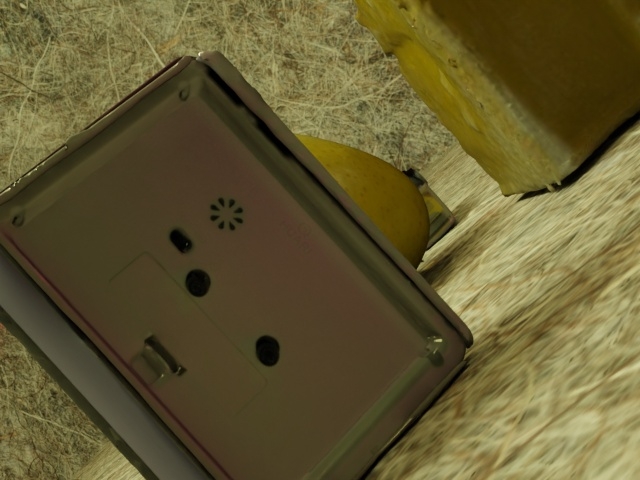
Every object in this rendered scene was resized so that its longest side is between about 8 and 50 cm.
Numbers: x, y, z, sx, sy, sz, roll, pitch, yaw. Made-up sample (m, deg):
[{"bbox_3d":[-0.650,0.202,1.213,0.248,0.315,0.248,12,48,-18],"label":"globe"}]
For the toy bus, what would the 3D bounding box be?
[{"bbox_3d":[0.091,-0.031,1.250,0.057,0.072,0.172,-43,3,1],"label":"toy bus"}]

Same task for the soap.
[{"bbox_3d":[0.098,-0.207,0.944,0.169,0.339,0.304,-40,2,-2],"label":"soap"}]

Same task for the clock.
[{"bbox_3d":[-0.045,0.027,0.560,0.144,0.193,0.073,-42,0,-30],"label":"clock"}]

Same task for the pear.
[{"bbox_3d":[-0.001,-0.001,0.993,0.178,0.267,0.267,-17,-4,-12],"label":"pear"}]

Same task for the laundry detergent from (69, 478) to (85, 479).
[{"bbox_3d":[-0.209,0.249,0.817,0.171,0.076,0.237,-43,3,-2],"label":"laundry detergent"}]
